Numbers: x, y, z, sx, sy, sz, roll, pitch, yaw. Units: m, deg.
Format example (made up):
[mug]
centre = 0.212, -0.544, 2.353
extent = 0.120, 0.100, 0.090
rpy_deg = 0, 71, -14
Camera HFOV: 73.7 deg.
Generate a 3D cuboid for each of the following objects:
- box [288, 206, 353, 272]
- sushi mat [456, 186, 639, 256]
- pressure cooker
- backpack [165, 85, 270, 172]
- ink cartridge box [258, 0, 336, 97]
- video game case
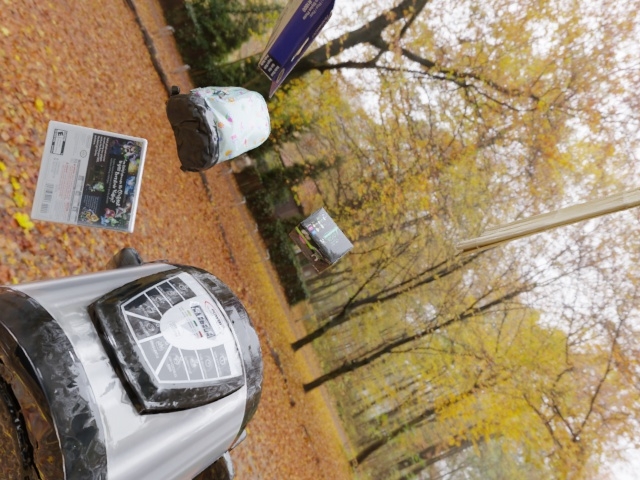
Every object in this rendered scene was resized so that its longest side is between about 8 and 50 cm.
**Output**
[box]
centre = 0.000, 0.000, 0.696
extent = 0.083, 0.052, 0.062
rpy_deg = 51, -29, 1
[sushi mat]
centre = 0.308, -0.040, 0.435
extent = 0.151, 0.316, 0.019
rpy_deg = -17, 88, -57
[pressure cooker]
centre = -0.304, 0.216, 0.679
extent = 0.420, 0.375, 0.370
rpy_deg = -7, 110, -61
[backpack]
centre = -0.181, -0.213, 0.789
extent = 0.182, 0.115, 0.152
rpy_deg = -42, 139, -50
[ink cartridge box]
centre = -0.038, -0.413, 0.790
extent = 0.223, 0.045, 0.224
rpy_deg = -34, -142, 47
[video game case]
centre = -0.439, -0.120, 0.820
extent = 0.022, 0.173, 0.190
rpy_deg = 163, -66, -71
